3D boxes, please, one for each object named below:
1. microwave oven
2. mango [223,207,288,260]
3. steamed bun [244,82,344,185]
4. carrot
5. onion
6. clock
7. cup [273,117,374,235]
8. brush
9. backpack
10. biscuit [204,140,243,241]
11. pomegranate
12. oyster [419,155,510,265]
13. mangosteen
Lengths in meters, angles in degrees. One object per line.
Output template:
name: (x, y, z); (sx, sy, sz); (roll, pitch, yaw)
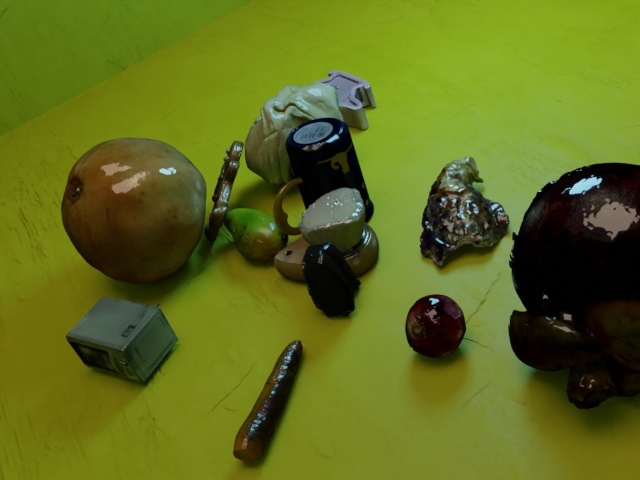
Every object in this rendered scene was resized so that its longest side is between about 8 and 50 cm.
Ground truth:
microwave oven: (-0.467, 0.236, 1.992); (0.204, 0.129, 0.163); (8, 44, 35)
mango: (-0.173, -0.018, 2.171); (0.125, 0.111, 0.232); (-37, 40, -29)
steamed bun: (-0.068, -0.270, 2.314); (0.288, 0.276, 0.203); (-13, 46, -6)
carrot: (-0.100, 0.321, 1.741); (0.066, 0.066, 0.314); (-3, 38, 26)
onion: (0.232, 0.175, 1.701); (0.131, 0.131, 0.131); (-15, 37, 11)
clock: (0.034, -0.398, 2.568); (0.275, 0.080, 0.290); (-38, 37, -19)
cup: (0.005, -0.140, 2.092); (0.178, 0.256, 0.255); (1, 39, 27)
brush: (0.000, 0.000, 2.010); (0.266, 0.166, 0.174); (-17, 36, 12)
backpack: (0.016, 0.084, 1.896); (0.105, 0.165, 0.120); (-15, 32, 29)
biscuit: (-0.265, -0.146, 2.298); (0.049, 0.197, 0.302); (19, 60, -12)
pomegranate: (-0.476, -0.078, 2.213); (0.411, 0.412, 0.412); (-15, 37, 11)
oyster: (0.329, -0.073, 1.982); (0.275, 0.100, 0.271); (-31, 51, -18)
mangosteen: (0.521, 0.073, 1.499); (0.380, 0.422, 0.381); (10, 9, -2)
